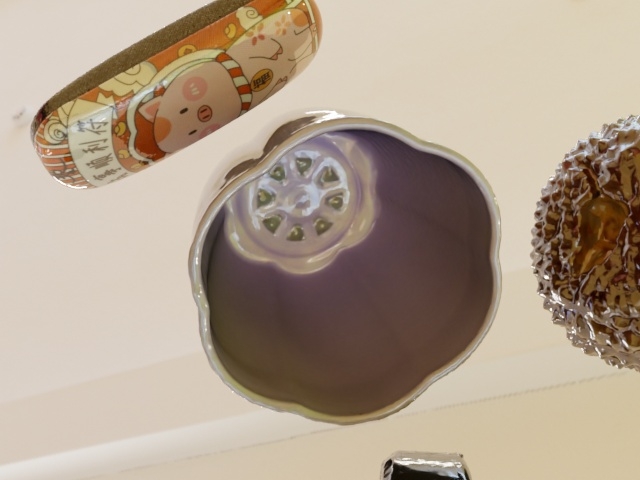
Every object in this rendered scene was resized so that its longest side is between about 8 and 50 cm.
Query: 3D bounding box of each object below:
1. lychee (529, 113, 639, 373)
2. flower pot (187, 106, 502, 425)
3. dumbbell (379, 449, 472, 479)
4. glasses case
[{"bbox_3d":[0.353,0.006,0.813,0.267,0.267,0.267,-15,-125,23],"label":"lychee"},{"bbox_3d":[0.000,0.000,0.734,0.265,0.265,0.243,-43,-158,2],"label":"flower pot"},{"bbox_3d":[0.206,0.279,0.642,0.322,0.204,0.203,1,-120,4],"label":"dumbbell"},{"bbox_3d":[-0.116,-0.132,0.675,0.267,0.103,0.067,-33,-116,-8],"label":"glasses case"}]
